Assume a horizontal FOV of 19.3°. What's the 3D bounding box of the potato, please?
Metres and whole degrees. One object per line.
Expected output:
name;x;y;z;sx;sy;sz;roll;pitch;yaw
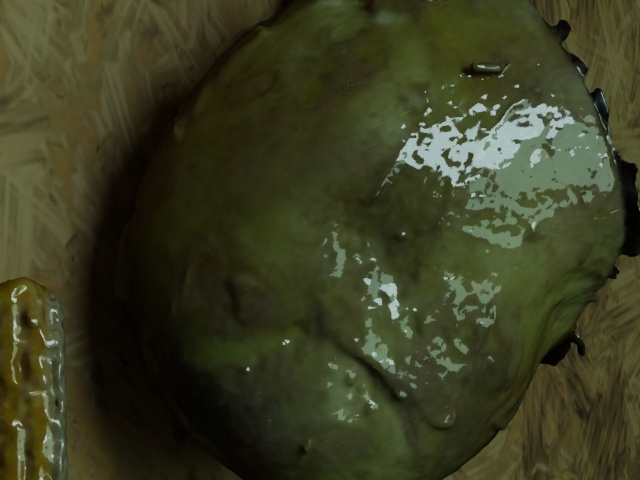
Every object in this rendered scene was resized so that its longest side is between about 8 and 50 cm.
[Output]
potato;0.000;0.000;1.045;0.237;0.301;0.288;-21;64;-29

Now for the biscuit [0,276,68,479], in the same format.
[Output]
biscuit;-0.146;0.208;0.905;0.094;0.054;0.378;146;-57;-80
